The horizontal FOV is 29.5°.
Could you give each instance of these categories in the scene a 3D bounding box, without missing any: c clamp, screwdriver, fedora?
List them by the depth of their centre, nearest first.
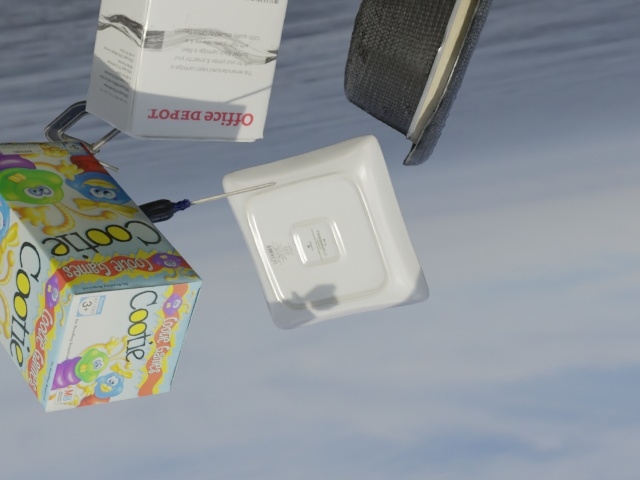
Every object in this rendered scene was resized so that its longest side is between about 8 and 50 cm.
[{"bbox_3d":[-0.129,-0.046,1.319,0.170,0.025,0.024,-18,-152,-12],"label":"screwdriver"},{"bbox_3d":[0.122,-0.269,1.563,0.152,0.334,0.334,20,-179,0],"label":"fedora"},{"bbox_3d":[-0.321,-0.155,1.743,0.137,0.022,0.160,17,151,-29],"label":"c clamp"}]

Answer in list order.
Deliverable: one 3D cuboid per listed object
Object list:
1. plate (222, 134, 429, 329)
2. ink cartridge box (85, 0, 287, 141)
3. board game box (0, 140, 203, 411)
[{"bbox_3d":[0.000,0.000,1.889,0.278,0.277,0.045,-13,-165,25],"label":"plate"},{"bbox_3d":[-0.172,-0.299,1.631,0.223,0.307,0.129,-2,-159,-41],"label":"ink cartridge box"},{"bbox_3d":[-0.263,0.027,1.244,0.142,0.144,0.275,-5,-144,-39],"label":"board game box"}]
